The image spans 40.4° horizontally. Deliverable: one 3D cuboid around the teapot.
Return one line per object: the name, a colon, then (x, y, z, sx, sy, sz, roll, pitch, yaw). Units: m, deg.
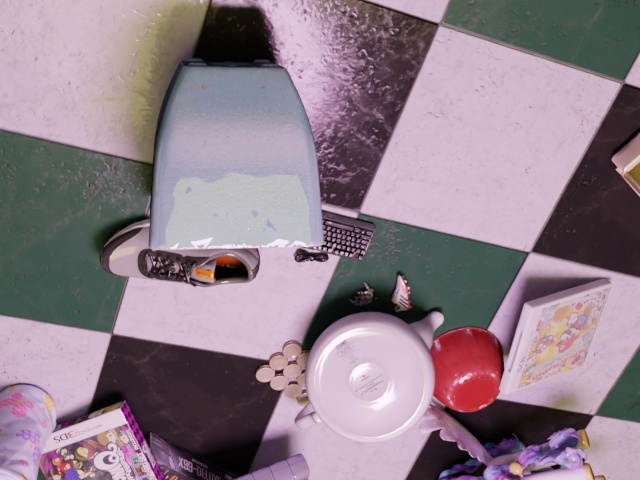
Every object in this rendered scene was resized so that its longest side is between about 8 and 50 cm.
teapot: (0.090, 0.248, 1.620, 0.255, 0.187, 0.253, 8, 93, 4)

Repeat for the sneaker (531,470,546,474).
sneaker: (0.424, 0.625, 1.968, 0.340, 0.125, 0.140, -22, 127, 16)

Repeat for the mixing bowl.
mixing bowl: (0.290, 0.273, 1.721, 0.181, 0.098, 0.182, -5, 124, -7)

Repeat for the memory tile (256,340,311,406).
memory tile: (-0.042, 0.260, 1.696, 0.148, 0.012, 0.113, 37, 109, -28)

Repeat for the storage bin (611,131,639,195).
storage bin: (0.696, -0.133, 1.525, 0.260, 0.123, 0.262, 36, 110, -29)

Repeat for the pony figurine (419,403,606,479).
pony figurine: (0.373, 0.484, 1.775, 0.363, 0.303, 0.351, -17, 152, 20)

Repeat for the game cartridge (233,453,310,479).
game cartridge: (-0.142, 0.575, 1.777, 0.230, 0.068, 0.355, -13, 140, -17)

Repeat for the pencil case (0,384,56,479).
pencil case: (-0.535, 0.365, 1.510, 0.124, 0.273, 0.114, 10, 113, -13)

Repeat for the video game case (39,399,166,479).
video game case: (-0.415, 0.441, 1.656, 0.210, 0.042, 0.232, -21, 102, 13)

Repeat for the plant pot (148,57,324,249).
plant pot: (-0.134, -0.140, 1.292, 0.247, 0.248, 0.252, -2, 105, -10)

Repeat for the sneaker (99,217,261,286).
sneaker: (-0.230, 0.028, 1.452, 0.271, 0.108, 0.100, -1, 124, -9)

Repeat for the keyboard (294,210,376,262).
keyboard: (0.000, 0.000, 1.531, 0.180, 0.023, 0.108, 14, 119, -18)

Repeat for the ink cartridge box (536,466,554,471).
ink cartridge box: (0.527, 0.623, 2.036, 0.232, 0.066, 0.189, 43, 107, -9)

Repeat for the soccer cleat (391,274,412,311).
soccer cleat: (0.148, 0.100, 1.622, 0.035, 0.029, 0.083, -18, 129, -5)

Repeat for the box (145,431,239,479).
box: (-0.349, 0.559, 1.788, 0.242, 0.076, 0.307, 36, 109, -28)

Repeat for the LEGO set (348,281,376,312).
LEGO set: (0.082, 0.117, 1.622, 0.054, 0.023, 0.083, -17, 124, -1)

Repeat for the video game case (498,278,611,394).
video game case: (0.456, 0.186, 1.687, 0.226, 0.026, 0.206, -12, 126, -33)
